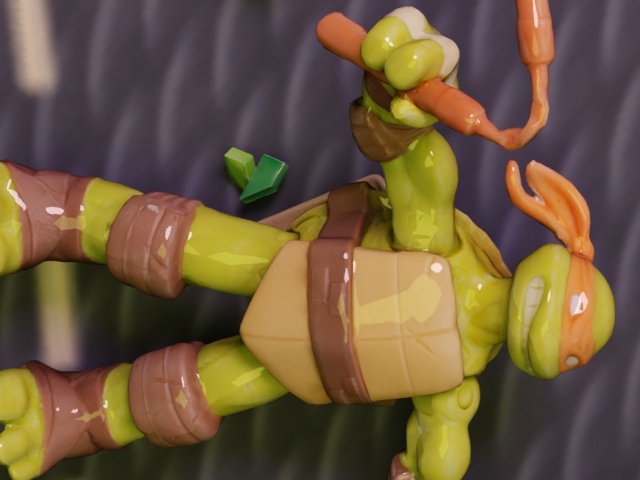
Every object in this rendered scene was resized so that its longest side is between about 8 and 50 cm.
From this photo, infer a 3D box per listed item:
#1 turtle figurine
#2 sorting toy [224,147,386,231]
[{"bbox_3d":[0.000,0.011,0.537,0.217,0.087,0.269,0,117,16],"label":"turtle figurine"},{"bbox_3d":[0.000,0.000,0.587,0.062,0.012,0.083,-21,104,14],"label":"sorting toy"}]
